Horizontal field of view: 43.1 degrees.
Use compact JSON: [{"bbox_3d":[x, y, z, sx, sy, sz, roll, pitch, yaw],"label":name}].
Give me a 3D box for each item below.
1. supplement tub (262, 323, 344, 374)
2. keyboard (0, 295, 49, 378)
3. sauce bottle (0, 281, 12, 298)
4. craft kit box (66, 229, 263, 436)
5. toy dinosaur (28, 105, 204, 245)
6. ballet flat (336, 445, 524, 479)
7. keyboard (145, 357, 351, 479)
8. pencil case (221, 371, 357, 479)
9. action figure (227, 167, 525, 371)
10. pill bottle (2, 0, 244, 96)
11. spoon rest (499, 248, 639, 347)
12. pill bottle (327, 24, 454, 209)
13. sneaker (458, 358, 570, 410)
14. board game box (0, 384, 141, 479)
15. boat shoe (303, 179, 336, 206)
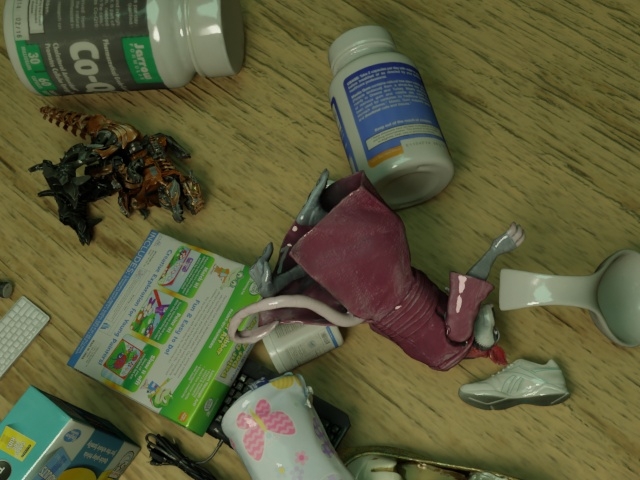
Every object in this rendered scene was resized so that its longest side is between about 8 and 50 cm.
[{"bbox_3d":[-0.026,0.144,1.194,0.107,0.071,0.071,-25,66,-2],"label":"supplement tub"},{"bbox_3d":[-0.534,0.205,1.277,0.072,0.014,0.256,33,76,20],"label":"keyboard"},{"bbox_3d":[-0.565,0.069,1.323,0.128,0.042,0.042,8,69,13],"label":"sauce bottle"},{"bbox_3d":[-0.216,0.128,1.208,0.247,0.061,0.250,18,70,32],"label":"craft kit box"},{"bbox_3d":[-0.344,-0.117,1.337,0.322,0.164,0.218,25,57,36],"label":"toy dinosaur"},{"bbox_3d":[0.131,0.335,1.066,0.349,0.123,0.123,7,69,12],"label":"ballet flat"},{"bbox_3d":[-0.132,0.265,1.153,0.317,0.033,0.201,23,72,29],"label":"keyboard"},{"bbox_3d":[-0.013,0.301,1.017,0.124,0.113,0.273,-24,68,-27],"label":"pencil case"},{"bbox_3d":[0.108,0.079,1.082,0.370,0.248,0.275,36,49,-11],"label":"action figure"},{"bbox_3d":[-0.324,-0.356,1.376,0.361,0.204,0.204,-2,67,8],"label":"pill bottle"},{"bbox_3d":[0.370,0.075,1.093,0.276,0.084,0.137,5,84,-30],"label":"spoon rest"},{"bbox_3d":[0.099,-0.198,1.274,0.152,0.152,0.272,-16,66,2],"label":"pill bottle"},{"bbox_3d":[0.268,0.202,1.140,0.152,0.053,0.061,-4,58,1],"label":"sneaker"},{"bbox_3d":[-0.407,0.371,1.058,0.079,0.254,0.336,32,76,19],"label":"board game box"},{"bbox_3d":[0.000,0.000,1.247,0.083,0.076,0.226,4,68,10],"label":"boat shoe"}]
